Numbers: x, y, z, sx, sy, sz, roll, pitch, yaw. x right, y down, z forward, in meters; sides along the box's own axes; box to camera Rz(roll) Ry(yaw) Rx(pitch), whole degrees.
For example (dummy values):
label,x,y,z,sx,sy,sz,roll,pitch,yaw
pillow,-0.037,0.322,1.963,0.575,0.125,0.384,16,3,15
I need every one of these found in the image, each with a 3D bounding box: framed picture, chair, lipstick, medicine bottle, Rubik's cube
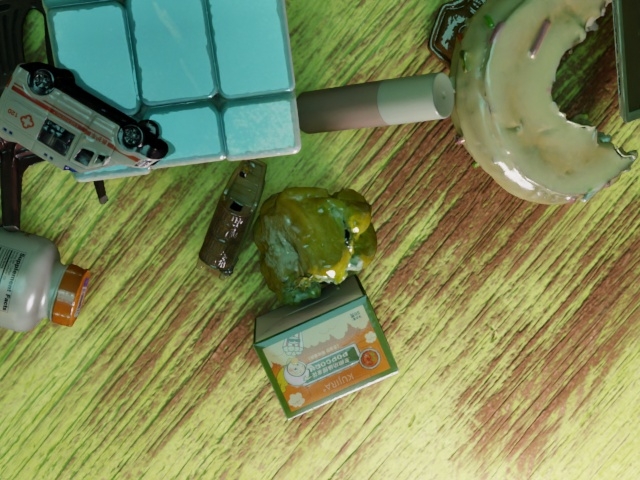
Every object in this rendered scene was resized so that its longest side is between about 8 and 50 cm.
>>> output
label,x,y,z,sx,sy,sz,roll,pitch,yaw
framed picture,0.515,-0.306,1.408,0.016,0.273,0.217,1,103,40
chair,-0.461,-0.209,1.411,0.175,0.183,0.327,-17,55,0
lipstick,0.079,-0.210,1.391,0.254,0.070,0.070,-1,101,37
medicine bottle,-0.519,0.052,1.423,0.288,0.157,0.157,17,97,-6
Rubik's cube,-0.204,-0.270,1.313,0.315,0.319,0.322,-7,100,-3

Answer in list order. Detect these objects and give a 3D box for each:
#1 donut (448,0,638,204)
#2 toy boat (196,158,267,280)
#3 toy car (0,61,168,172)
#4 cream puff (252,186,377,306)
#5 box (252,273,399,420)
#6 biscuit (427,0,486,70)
label,x,y,z,sx,sy,sz,roll,pitch,yaw
donut,0.340,-0.237,1.406,0.307,0.150,0.371,-15,107,-15
toy boat,-0.141,-0.034,1.450,0.068,0.088,0.226,24,115,-2
toy car,-0.299,-0.135,1.126,0.209,0.089,0.108,30,100,-4
cream puff,-0.002,-0.005,1.438,0.194,0.221,0.195,11,69,-30
box,0.006,0.171,1.461,0.194,0.177,0.148,-23,100,0
biscuit,0.291,-0.351,1.473,0.182,0.034,0.215,43,94,-9
